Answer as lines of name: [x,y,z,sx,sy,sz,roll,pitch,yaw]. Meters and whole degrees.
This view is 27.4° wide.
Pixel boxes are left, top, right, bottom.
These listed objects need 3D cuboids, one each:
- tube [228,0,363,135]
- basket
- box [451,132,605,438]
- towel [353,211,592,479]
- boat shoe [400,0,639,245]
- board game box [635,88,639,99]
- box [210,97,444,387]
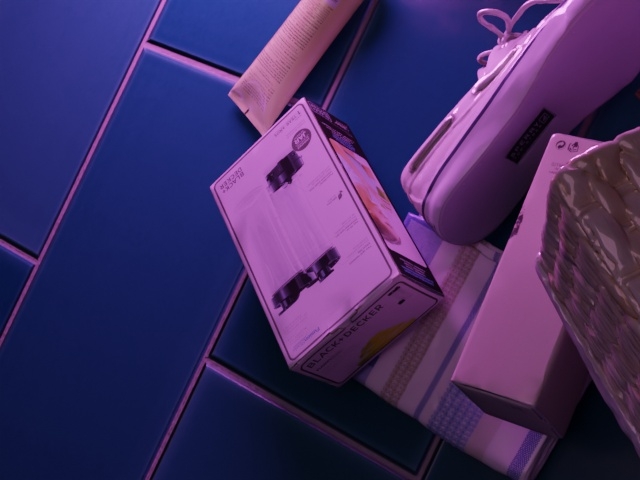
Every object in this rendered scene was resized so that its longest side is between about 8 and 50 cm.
tube: [-0.023,-0.248,1.624,0.240,0.062,0.070,-52,11,14]
basket: [0.385,0.039,1.058,0.328,0.266,0.331,-28,68,-1]
box: [0.232,0.043,1.285,0.094,0.113,0.275,16,73,32]
towel: [0.160,0.107,1.400,0.285,0.034,0.209,29,91,36]
boat shoe: [0.215,-0.175,1.410,0.367,0.136,0.156,-53,44,13]
board game box: [0.452,-0.107,1.285,0.145,0.027,0.281,-47,56,13]
box: [0.000,0.000,1.477,0.169,0.087,0.290,-43,48,18]
